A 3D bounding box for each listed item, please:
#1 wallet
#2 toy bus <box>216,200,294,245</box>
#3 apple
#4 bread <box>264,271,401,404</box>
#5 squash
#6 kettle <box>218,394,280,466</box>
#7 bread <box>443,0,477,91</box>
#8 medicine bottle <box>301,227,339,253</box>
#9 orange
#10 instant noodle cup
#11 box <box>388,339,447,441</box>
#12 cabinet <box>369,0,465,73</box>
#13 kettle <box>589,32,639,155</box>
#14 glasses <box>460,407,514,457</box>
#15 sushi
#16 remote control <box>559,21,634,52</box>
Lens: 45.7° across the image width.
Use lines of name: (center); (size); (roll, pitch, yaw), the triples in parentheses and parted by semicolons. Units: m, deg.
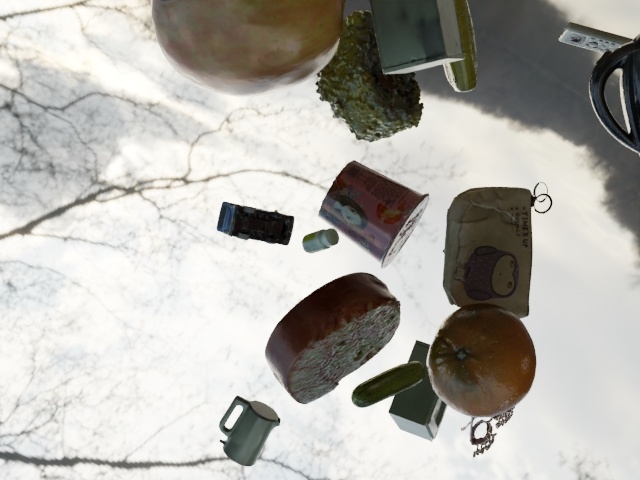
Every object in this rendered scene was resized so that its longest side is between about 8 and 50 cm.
wallet: (0.402, 0.021, 1.759); (0.275, 0.335, 0.068); (4, 180, -23)
toy bus: (-0.214, -0.056, 2.513); (0.234, 0.116, 0.134); (11, -177, -38)
apple: (-0.118, -0.465, 1.424); (0.347, 0.391, 0.391); (7, -163, 8)
bread: (0.034, 0.214, 1.723); (0.114, 0.328, 0.295); (49, 166, 32)
squash: (0.178, 0.369, 1.959); (0.239, 0.069, 0.069); (-17, -133, -30)
kettle: (-0.191, 0.499, 2.004); (0.127, 0.148, 0.098); (34, -169, 28)
bread: (0.437, -0.661, 2.443); (0.166, 0.112, 0.383); (-104, -6, -56)
medicine bottle: (0.000, 0.000, 1.698); (0.047, 0.083, 0.047); (14, -112, -38)
orange: (0.330, 0.246, 1.583); (0.171, 0.240, 0.240); (30, -165, -46)
instant noodle cup: (0.139, -0.081, 2.070); (0.231, 0.242, 0.243); (32, -162, 12)
box: (0.306, 0.440, 2.196); (0.118, 0.225, 0.225); (17, 160, 22)
cabinet: (0.204, -0.474, 1.624); (0.145, 0.205, 0.150); (-8, -172, 28)
kettle: (0.779, -0.344, 1.774); (0.207, 0.269, 0.290); (-51, -61, -74)
glasses: (0.532, 0.562, 2.420); (0.095, 0.255, 0.162); (30, -174, -18)
sushi: (0.175, -0.532, 2.531); (0.352, 0.240, 0.396); (22, -123, -40)
remote control: (0.731, -0.525, 1.999); (0.190, 0.029, 0.087); (17, 175, 3)
